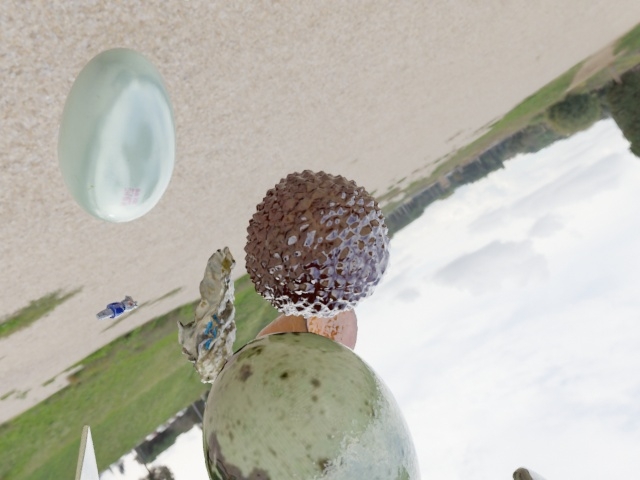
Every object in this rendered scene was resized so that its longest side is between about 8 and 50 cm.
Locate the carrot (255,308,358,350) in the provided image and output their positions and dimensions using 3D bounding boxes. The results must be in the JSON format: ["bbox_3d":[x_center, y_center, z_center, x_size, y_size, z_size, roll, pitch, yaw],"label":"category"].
[{"bbox_3d":[-0.064,0.286,1.483,0.331,0.193,0.214,-35,-148,25],"label":"carrot"}]

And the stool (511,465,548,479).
[{"bbox_3d":[0.298,0.511,0.751,0.226,0.310,0.310,-38,-162,13],"label":"stool"}]

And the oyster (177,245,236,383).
[{"bbox_3d":[-0.195,0.127,1.094,0.223,0.083,0.214,-68,-155,8],"label":"oyster"}]

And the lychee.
[{"bbox_3d":[0.000,0.000,1.026,0.300,0.264,0.264,-41,-176,-36],"label":"lychee"}]

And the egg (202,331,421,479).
[{"bbox_3d":[-0.007,0.310,0.838,0.287,0.379,0.287,-32,-177,2],"label":"egg"}]

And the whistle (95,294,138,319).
[{"bbox_3d":[-0.365,0.121,1.053,0.083,0.033,0.029,-25,150,-53],"label":"whistle"}]

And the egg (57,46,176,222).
[{"bbox_3d":[-0.407,-0.203,1.187,0.230,0.230,0.371,-32,147,-48],"label":"egg"}]

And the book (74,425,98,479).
[{"bbox_3d":[-0.409,0.430,1.037,0.012,0.172,0.118,-3,-149,-12],"label":"book"}]
